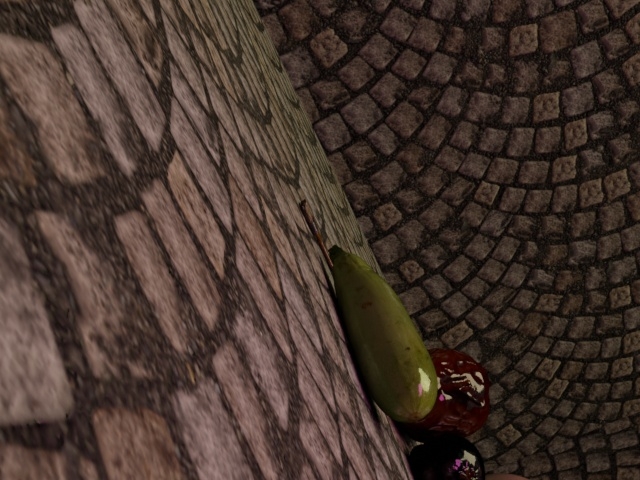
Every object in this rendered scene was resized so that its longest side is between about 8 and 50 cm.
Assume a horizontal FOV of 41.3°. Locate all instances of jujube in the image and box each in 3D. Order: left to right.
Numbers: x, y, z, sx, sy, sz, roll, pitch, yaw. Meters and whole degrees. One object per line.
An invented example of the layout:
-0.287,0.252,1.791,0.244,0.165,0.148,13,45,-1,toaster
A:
0.231,0.301,1.665,0.290,0.197,0.197,16,49,-62,jujube

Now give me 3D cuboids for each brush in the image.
0.000,0.000,1.616,0.043,0.014,0.169,-94,160,-69,brush

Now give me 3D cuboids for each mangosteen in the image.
0.226,0.417,1.549,0.151,0.137,0.137,-6,-69,60,mangosteen

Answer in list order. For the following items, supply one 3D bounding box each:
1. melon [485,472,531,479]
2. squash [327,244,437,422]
0.349,0.552,1.562,0.317,0.223,0.223,-101,167,-80,melon
0.100,0.147,1.448,0.118,0.118,0.370,60,5,-48,squash
